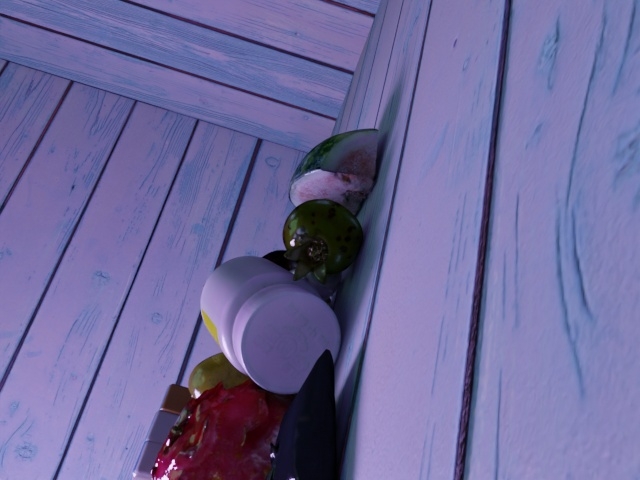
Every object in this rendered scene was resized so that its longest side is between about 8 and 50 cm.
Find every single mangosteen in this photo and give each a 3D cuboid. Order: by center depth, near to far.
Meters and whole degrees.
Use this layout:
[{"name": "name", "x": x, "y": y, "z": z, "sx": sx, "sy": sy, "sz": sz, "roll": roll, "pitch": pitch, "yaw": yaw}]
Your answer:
[{"name": "mangosteen", "x": -0.106, "y": 0.142, "z": 1.846, "sx": 0.216, "sy": 0.216, "sz": 0.216, "roll": -163, "pitch": 90, "yaw": -85}]

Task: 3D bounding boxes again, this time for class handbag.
[{"name": "handbag", "x": -0.029, "y": 0.316, "z": 0.896, "sx": 0.254, "sy": 0.089, "sz": 0.211, "roll": -86, "pitch": 15, "yaw": -52}]

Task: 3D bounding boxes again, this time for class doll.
[{"name": "doll", "x": -0.001, "y": 0.102, "z": 1.354, "sx": 0.207, "sy": 0.081, "sz": 0.129, "roll": 108, "pitch": 179, "yaw": -48}]

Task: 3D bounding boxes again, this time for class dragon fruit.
[{"name": "dragon fruit", "x": -0.177, "y": 0.424, "z": 1.151, "sx": 0.386, "sy": 0.249, "sz": 0.371, "roll": -60, "pitch": 5, "yaw": -2}]

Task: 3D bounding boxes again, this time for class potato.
[{"name": "potato", "x": -0.172, "y": 0.338, "z": 1.394, "sx": 0.148, "sy": 0.229, "sz": 0.197, "roll": -125, "pitch": 24, "yaw": -67}]

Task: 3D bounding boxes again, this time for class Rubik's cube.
[{"name": "Rubik's cube", "x": -0.347, "y": 0.682, "z": 1.788, "sx": 0.344, "sy": 0.347, "sz": 0.346, "roll": -84, "pitch": 11, "yaw": -61}]

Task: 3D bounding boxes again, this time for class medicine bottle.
[{"name": "medicine bottle", "x": -0.109, "y": 0.155, "z": 1.239, "sx": 0.379, "sy": 0.214, "sz": 0.213, "roll": -164, "pitch": 90, "yaw": -70}]

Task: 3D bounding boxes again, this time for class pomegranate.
[{"name": "pomegranate", "x": -0.008, "y": 0.011, "z": 1.191, "sx": 0.220, "sy": 0.156, "sz": 0.156, "roll": -57, "pitch": -9, "yaw": -47}]

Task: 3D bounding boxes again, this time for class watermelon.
[{"name": "watermelon", "x": 0.039, "y": -0.126, "z": 1.409, "sx": 0.224, "sy": 0.180, "sz": 0.305, "roll": -29, "pitch": -16, "yaw": -17}]

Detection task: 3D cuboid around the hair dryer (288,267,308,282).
[{"name": "hair dryer", "x": -0.024, "y": 0.042, "z": 1.668, "sx": 0.219, "sy": 0.088, "sz": 0.225, "roll": -56, "pitch": 19, "yaw": -20}]
